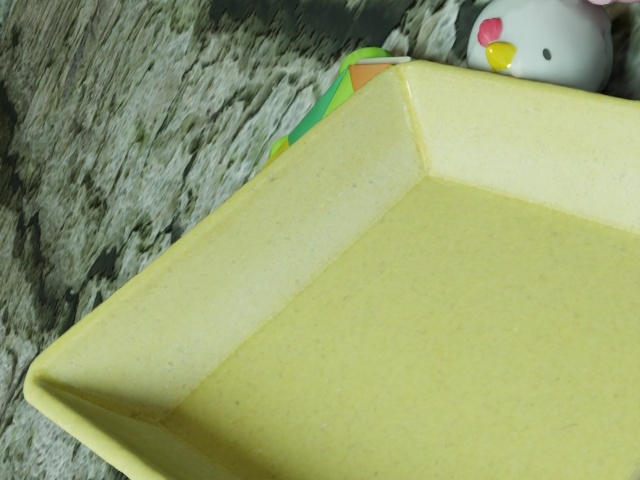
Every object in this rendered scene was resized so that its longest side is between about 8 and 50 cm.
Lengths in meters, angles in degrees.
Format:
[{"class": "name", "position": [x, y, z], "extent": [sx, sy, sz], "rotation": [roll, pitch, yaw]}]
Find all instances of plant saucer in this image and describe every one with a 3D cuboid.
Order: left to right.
[{"class": "plant saucer", "position": [0.063, 0.046, 0.543], "extent": [0.333, 0.081, 0.333], "rotation": [-42, 40, -25]}]

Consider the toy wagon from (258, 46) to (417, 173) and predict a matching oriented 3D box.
[{"class": "toy wagon", "position": [0.000, 0.000, 0.928], "extent": [0.344, 0.068, 0.267], "rotation": [-46, 39, 35]}]

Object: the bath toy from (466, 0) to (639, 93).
[{"class": "bath toy", "position": [0.209, -0.188, 0.616], "extent": [0.348, 0.151, 0.129], "rotation": [-46, 23, 38]}]
